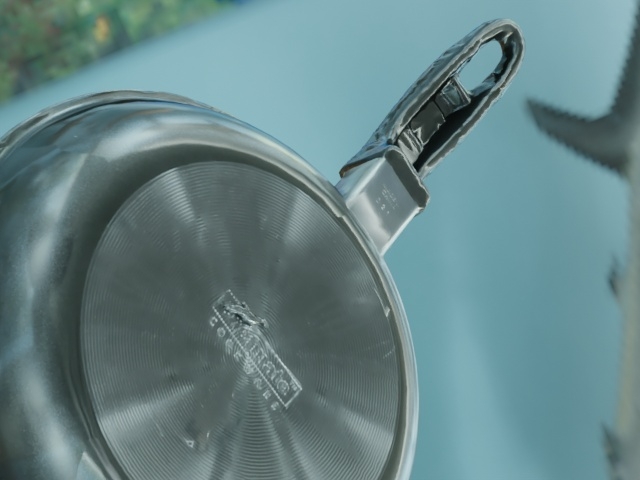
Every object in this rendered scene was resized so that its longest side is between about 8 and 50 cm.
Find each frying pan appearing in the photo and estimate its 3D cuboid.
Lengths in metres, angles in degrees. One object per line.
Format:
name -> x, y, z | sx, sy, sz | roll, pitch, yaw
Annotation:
frying pan -> 0.008, 0.029, 0.692 | 0.326, 0.053, 0.197 | -16, 87, -42
